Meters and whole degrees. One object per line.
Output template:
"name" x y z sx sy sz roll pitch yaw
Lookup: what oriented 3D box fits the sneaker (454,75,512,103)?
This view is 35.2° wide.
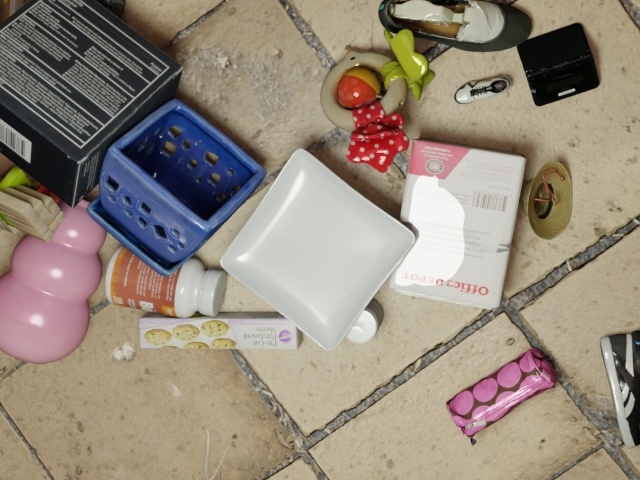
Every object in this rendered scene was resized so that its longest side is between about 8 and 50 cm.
"sneaker" 0.297 -0.279 1.855 0.109 0.044 0.040 -17 97 14

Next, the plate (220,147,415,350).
"plate" -0.005 0.017 1.859 0.278 0.045 0.277 38 104 10

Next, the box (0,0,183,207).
"box" -0.464 -0.273 1.853 0.296 0.182 0.294 38 59 3

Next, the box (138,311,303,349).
"box" -0.198 0.178 1.999 0.324 0.063 0.067 0 99 10

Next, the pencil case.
"pencil case" 0.343 0.292 1.902 0.209 0.098 0.095 -37 90 12

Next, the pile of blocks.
"pile of blocks" -0.612 -0.095 1.933 0.149 0.362 0.112 49 62 -36

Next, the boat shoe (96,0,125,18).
"boat shoe" -0.480 -0.462 1.952 0.206 0.075 0.064 6 96 5

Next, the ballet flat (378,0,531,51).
"ballet flat" 0.240 -0.395 1.819 0.281 0.096 0.095 6 92 9

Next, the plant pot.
"plant pot" -0.279 -0.085 1.878 0.236 0.236 0.212 40 131 1

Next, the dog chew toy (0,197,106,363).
"dog chew toy" -0.525 0.070 1.982 0.207 0.206 0.331 24 93 6

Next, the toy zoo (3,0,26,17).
"toy zoo" -0.649 -0.507 1.966 0.192 0.030 0.293 12 101 29

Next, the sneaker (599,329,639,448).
"sneaker" 0.598 0.274 1.862 0.121 0.079 0.216 -13 94 13

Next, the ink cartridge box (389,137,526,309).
"ink cartridge box" 0.251 -0.035 1.860 0.207 0.117 0.282 10 100 9

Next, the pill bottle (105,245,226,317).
"pill bottle" -0.301 0.085 1.975 0.216 0.121 0.121 10 100 9

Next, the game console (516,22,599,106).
"game console" 0.434 -0.320 1.840 0.122 0.071 0.107 -18 125 13

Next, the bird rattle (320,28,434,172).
"bird rattle" 0.096 -0.256 1.841 0.207 0.143 0.253 21 81 32

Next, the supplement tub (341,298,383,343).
"supplement tub" 0.081 0.152 1.923 0.071 0.107 0.070 1 98 10

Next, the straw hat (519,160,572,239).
"straw hat" 0.400 -0.076 1.853 0.061 0.145 0.144 10 103 48
